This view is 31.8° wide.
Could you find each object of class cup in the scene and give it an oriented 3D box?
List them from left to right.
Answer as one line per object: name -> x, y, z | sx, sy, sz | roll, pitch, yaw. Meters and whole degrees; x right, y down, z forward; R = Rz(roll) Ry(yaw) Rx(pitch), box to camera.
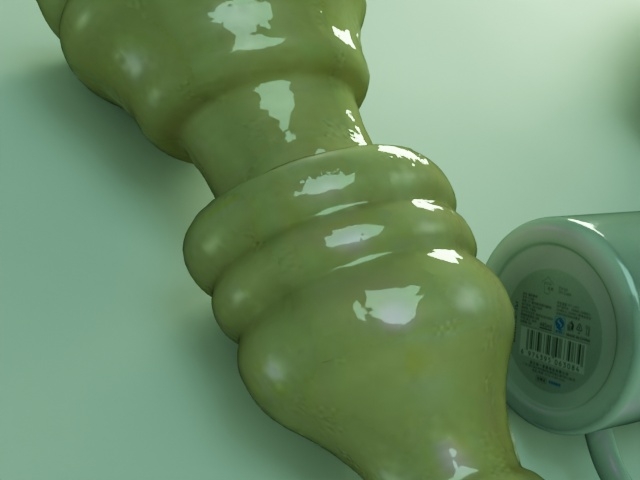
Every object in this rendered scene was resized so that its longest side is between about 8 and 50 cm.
cup -> 0.159, 0.049, 0.523 | 0.133, 0.099, 0.136 | -3, 55, -37

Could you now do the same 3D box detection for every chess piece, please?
chess piece -> 0.000, 0.000, 0.458 | 0.139, 0.124, 0.307 | 24, 38, -62
